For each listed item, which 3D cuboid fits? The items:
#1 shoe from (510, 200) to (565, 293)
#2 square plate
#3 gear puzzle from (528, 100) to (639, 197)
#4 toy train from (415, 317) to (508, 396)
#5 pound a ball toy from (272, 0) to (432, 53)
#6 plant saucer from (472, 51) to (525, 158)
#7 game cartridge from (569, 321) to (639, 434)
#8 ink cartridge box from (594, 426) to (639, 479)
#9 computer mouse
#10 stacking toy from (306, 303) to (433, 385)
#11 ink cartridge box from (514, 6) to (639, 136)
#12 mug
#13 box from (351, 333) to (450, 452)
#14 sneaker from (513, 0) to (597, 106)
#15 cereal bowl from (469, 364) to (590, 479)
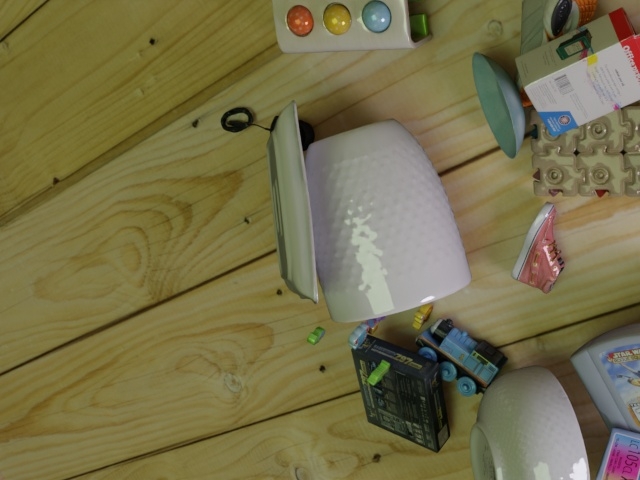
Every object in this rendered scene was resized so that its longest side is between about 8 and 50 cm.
[{"bbox_3d":[0.413,0.015,1.800,0.081,0.063,0.178,28,129,18],"label":"shoe"},{"bbox_3d":[-0.058,-0.058,1.819,0.049,0.344,0.347,-6,89,-7],"label":"square plate"},{"bbox_3d":[0.522,-0.158,1.667,0.339,0.044,0.175,2,110,29],"label":"gear puzzle"},{"bbox_3d":[0.278,0.230,1.975,0.184,0.080,0.105,37,117,16],"label":"toy train"},{"bbox_3d":[0.026,-0.446,1.790,0.319,0.136,0.208,5,114,30],"label":"pound a ball toy"},{"bbox_3d":[0.313,-0.237,1.699,0.038,0.195,0.194,-21,101,0],"label":"plant saucer"},{"bbox_3d":[0.571,0.234,1.682,0.297,0.062,0.198,-22,104,53],"label":"game cartridge"},{"bbox_3d":[0.685,0.495,1.718,0.396,0.151,0.270,14,145,25],"label":"ink cartridge box"},{"bbox_3d":[-0.107,-0.231,2.040,0.242,0.041,0.071,18,111,33],"label":"computer mouse"},{"bbox_3d":[0.099,0.167,1.976,0.167,0.221,0.052,29,144,20],"label":"stacking toy"},{"bbox_3d":[0.446,-0.275,1.577,0.231,0.078,0.134,-23,136,21],"label":"ink cartridge box"},{"bbox_3d":[0.085,-0.043,1.878,0.374,0.276,0.328,-7,100,66],"label":"mug"},{"bbox_3d":[0.167,0.315,2.040,0.183,0.059,0.232,18,137,34],"label":"box"},{"bbox_3d":[0.375,-0.343,1.654,0.262,0.099,0.121,105,152,-46],"label":"sneaker"},{"bbox_3d":[0.366,0.406,1.831,0.141,0.339,0.338,-6,113,-8],"label":"cereal bowl"}]
